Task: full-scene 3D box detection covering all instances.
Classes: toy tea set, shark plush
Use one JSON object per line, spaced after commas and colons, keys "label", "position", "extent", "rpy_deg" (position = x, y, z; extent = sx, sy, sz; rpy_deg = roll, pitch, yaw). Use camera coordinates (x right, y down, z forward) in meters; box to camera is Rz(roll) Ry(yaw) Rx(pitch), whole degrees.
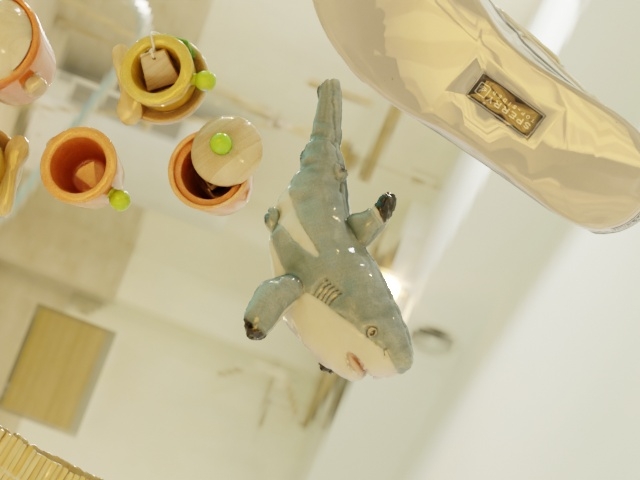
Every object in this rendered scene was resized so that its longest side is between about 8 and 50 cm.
{"label": "toy tea set", "position": [-0.212, -0.118, 1.358], "extent": [0.124, 0.336, 0.200], "rpy_deg": [54, 41, -74]}
{"label": "shark plush", "position": [0.014, -0.002, 0.752], "extent": [0.067, 0.073, 0.161], "rpy_deg": [-19, -131, 30]}

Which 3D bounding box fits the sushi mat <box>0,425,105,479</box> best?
{"label": "sushi mat", "position": [-0.272, 0.306, 1.151], "extent": [0.019, 0.151, 0.316], "rpy_deg": [15, -109, 48]}

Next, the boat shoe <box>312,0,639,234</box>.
{"label": "boat shoe", "position": [0.106, -0.102, 0.965], "extent": [0.096, 0.267, 0.088], "rpy_deg": [-54, 165, 4]}
